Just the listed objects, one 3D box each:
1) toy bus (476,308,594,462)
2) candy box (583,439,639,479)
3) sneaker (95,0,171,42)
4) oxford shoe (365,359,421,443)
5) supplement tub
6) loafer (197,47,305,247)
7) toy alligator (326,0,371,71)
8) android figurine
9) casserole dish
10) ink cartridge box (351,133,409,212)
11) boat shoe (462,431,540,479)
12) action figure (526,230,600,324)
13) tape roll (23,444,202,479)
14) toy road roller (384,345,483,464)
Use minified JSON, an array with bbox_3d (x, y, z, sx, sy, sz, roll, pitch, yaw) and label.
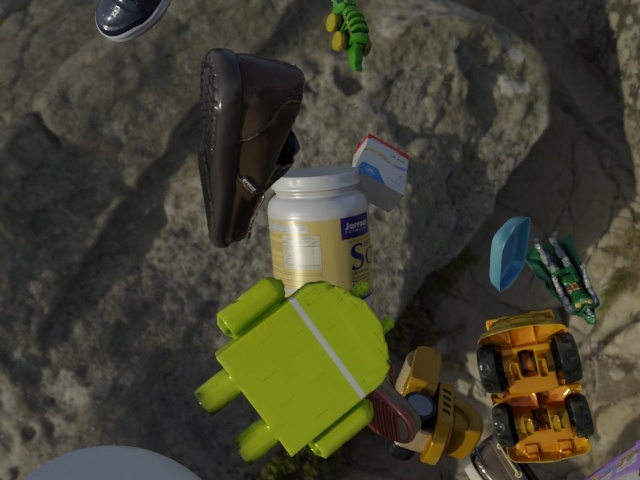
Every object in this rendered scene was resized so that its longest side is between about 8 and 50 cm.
[{"bbox_3d":[0.349,0.223,1.044,0.150,0.211,0.220,-13,95,15],"label":"toy bus"},{"bbox_3d":[0.480,0.431,1.002,0.070,0.165,0.196,41,35,12],"label":"candy box"},{"bbox_3d":[-0.240,-0.395,0.830,0.282,0.153,0.099,-45,81,17],"label":"sneaker"},{"bbox_3d":[0.110,0.279,1.286,0.130,0.123,0.348,-18,29,-24],"label":"oxford shoe"},{"bbox_3d":[0.000,0.000,1.495,0.241,0.331,0.241,-4,13,1],"label":"supplement tub"},{"bbox_3d":[-0.089,-0.098,0.830,0.130,0.366,0.133,-7,67,-15],"label":"loafer"},{"bbox_3d":[0.043,-0.340,0.958,0.056,0.051,0.189,4,57,-30],"label":"toy alligator"},{"bbox_3d":[-0.023,0.164,0.839,0.273,0.248,0.056,-39,7,-12],"label":"android figurine"},{"bbox_3d":[0.400,0.026,1.340,0.037,0.188,0.114,28,55,34],"label":"casserole dish"},{"bbox_3d":[0.158,-0.195,1.681,0.134,0.078,0.231,27,41,-12],"label":"ink cartridge box"},{"bbox_3d":[0.408,0.496,1.139,0.324,0.117,0.096,46,105,24],"label":"boat shoe"},{"bbox_3d":[0.566,0.089,1.437,0.137,0.063,0.232,-21,58,0],"label":"action figure"},{"bbox_3d":[-0.318,0.500,1.001,0.392,0.392,0.072,47,120,39],"label":"tape roll"},{"bbox_3d":[0.336,0.492,1.818,0.241,0.202,0.329,17,35,3],"label":"toy road roller"}]
